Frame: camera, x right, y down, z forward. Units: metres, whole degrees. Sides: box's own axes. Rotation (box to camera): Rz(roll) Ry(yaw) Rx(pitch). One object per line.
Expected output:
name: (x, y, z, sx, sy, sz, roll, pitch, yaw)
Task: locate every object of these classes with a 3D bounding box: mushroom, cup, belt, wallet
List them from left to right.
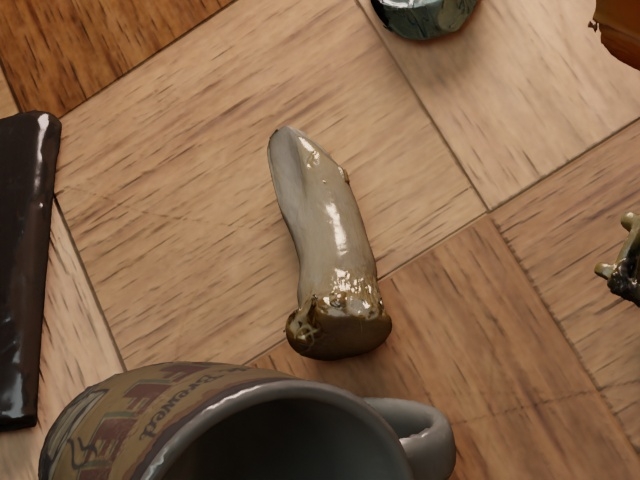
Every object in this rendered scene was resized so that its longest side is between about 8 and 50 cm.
wallet: (-0.320, 0.030, 1.226, 0.165, 0.042, 0.309, -9, 65, 18)
cup: (-0.058, 0.170, 0.960, 0.301, 0.227, 0.257, -18, 18, -27)
mushroom: (0.000, 0.000, 1.086, 0.084, 0.071, 0.209, -40, 50, 38)
belt: (0.084, -0.237, 1.155, 0.105, 0.058, 0.140, -19, 58, 9)

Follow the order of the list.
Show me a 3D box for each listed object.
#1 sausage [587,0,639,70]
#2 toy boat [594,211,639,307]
sausage: (0.369, -0.165, 0.899, 0.287, 0.233, 0.233, 34, 84, 30)
toy boat: (0.299, 0.037, 0.925, 0.226, 0.088, 0.068, 22, 78, 30)
